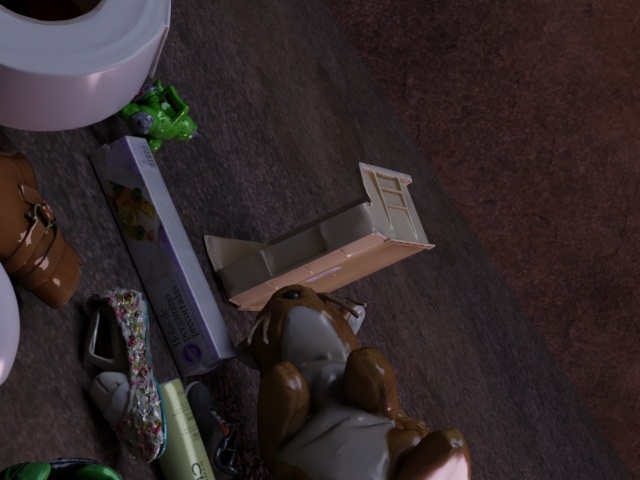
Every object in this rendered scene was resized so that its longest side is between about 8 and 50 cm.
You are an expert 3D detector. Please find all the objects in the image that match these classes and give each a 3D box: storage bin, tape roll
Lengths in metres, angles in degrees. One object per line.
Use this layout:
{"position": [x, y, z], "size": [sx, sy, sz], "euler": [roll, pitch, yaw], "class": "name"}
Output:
{"position": [0.000, 0.000, 2.451], "size": [0.260, 0.262, 0.123], "euler": [9, 58, -69], "class": "storage bin"}
{"position": [-0.307, -0.258, 1.792], "size": [0.286, 0.100, 0.286], "euler": [10, 52, -13], "class": "tape roll"}

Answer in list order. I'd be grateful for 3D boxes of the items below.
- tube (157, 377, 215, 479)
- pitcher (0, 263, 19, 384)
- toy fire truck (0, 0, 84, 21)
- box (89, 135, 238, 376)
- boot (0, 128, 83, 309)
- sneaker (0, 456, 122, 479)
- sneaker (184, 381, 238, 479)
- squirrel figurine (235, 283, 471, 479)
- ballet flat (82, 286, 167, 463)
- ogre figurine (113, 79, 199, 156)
{"position": [-0.151, 0.283, 1.957], "size": [0.070, 0.062, 0.240], "euler": [-19, 86, -32], "class": "tube"}
{"position": [-0.345, 0.032, 1.575], "size": [0.178, 0.125, 0.207], "euler": [-42, 127, -66], "class": "pitcher"}
{"position": [-0.395, -0.311, 1.974], "size": [0.254, 0.169, 0.302], "euler": [32, 32, -21], "class": "toy fire truck"}
{"position": [-0.206, 0.019, 2.164], "size": [0.324, 0.063, 0.067], "euler": [66, 19, 8], "class": "box"}
{"position": [-0.349, -0.007, 1.752], "size": [0.220, 0.109, 0.283], "euler": [58, 9, -19], "class": "boot"}
{"position": [-0.224, 0.284, 1.593], "size": [0.343, 0.146, 0.134], "euler": [24, 42, -65], "class": "sneaker"}
{"position": [-0.129, 0.240, 2.059], "size": [0.061, 0.065, 0.158], "euler": [40, 29, -49], "class": "sneaker"}
{"position": [0.019, 0.257, 2.165], "size": [0.397, 0.281, 0.370], "euler": [67, -3, -50], "class": "squirrel figurine"}
{"position": [-0.233, 0.152, 1.902], "size": [0.077, 0.091, 0.241], "euler": [13, 40, -28], "class": "ballet flat"}
{"position": [-0.243, -0.182, 2.266], "size": [0.118, 0.097, 0.197], "euler": [41, -3, 24], "class": "ogre figurine"}
